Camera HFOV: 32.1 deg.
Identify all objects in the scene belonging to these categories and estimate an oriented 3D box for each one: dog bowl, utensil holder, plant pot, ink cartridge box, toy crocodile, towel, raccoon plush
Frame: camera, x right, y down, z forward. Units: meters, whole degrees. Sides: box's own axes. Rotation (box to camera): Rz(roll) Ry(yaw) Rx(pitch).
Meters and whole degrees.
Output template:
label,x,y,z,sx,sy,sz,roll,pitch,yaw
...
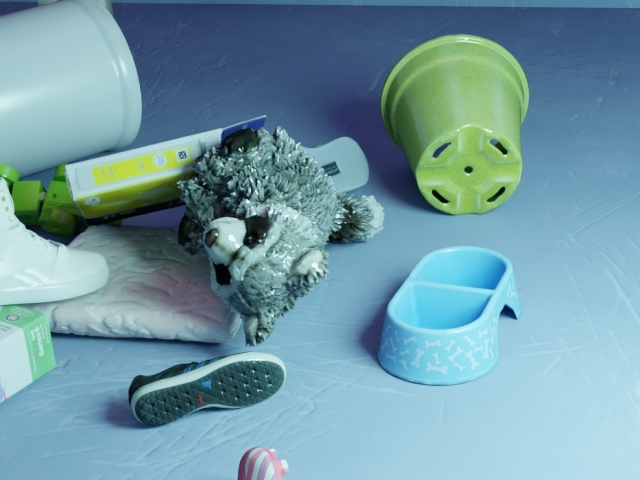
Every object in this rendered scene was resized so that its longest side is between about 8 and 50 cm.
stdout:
label,x,y,z,sx,sy,sz,roll,pitch,yaw
dog bowl,0.183,0.094,1.556,0.166,0.074,0.297,7,27,21
utensil holder,-0.602,-0.284,2.194,0.385,0.328,0.327,-23,31,-32
plant pot,0.251,-0.185,1.976,0.276,0.276,0.254,-3,37,1
ink cartridge box,-0.237,-0.101,1.778,0.307,0.072,0.303,-12,-7,-8
toy crocodile,-0.504,-0.064,1.972,0.340,0.105,0.115,3,65,9
towel,-0.261,0.062,1.712,0.331,0.053,0.317,2,24,11
raccoon plush,0.000,0.000,1.625,0.446,0.216,0.299,-2,41,-36
ink cartridge box,-0.483,0.163,1.474,0.154,0.093,0.212,12,29,29

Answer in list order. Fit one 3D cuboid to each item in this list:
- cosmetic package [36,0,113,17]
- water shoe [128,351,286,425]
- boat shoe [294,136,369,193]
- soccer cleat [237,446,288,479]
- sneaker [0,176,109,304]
label,x,y,z,sx,sy,sz,roll,pitch,yaw
cosmetic package,-0.530,-0.413,2.489,0.153,0.296,0.129,-3,24,-2
water shoe,-0.147,0.175,1.427,0.203,0.073,0.080,-11,23,-16
boat shoe,-0.066,-0.101,1.927,0.156,0.136,0.367,-22,1,31
soccer cleat,-0.062,0.298,1.146,0.095,0.083,0.248,-14,29,-12
sneaker,-0.418,-0.003,1.554,0.108,0.169,0.292,14,14,43
